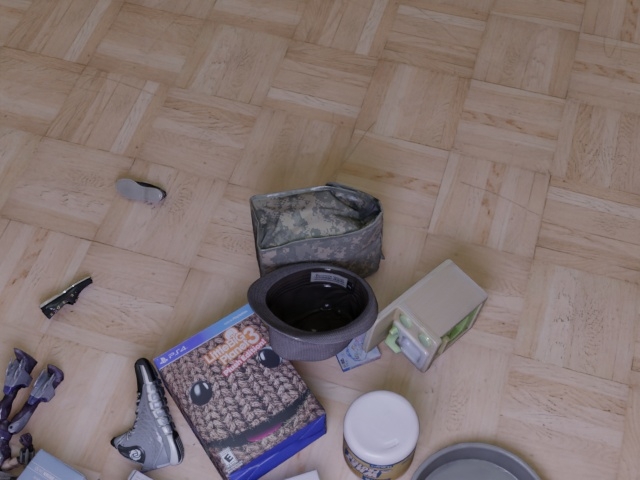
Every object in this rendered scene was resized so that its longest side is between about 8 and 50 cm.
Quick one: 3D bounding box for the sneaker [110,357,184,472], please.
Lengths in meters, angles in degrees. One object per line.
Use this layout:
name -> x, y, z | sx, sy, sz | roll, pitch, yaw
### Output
sneaker -> -0.372, 0.362, 1.744 | 0.132, 0.086, 0.228 | -20, 81, -1

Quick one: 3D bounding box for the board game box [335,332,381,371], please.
board game box -> 0.073, 0.231, 1.878 | 0.090, 0.020, 0.090 | -19, 60, -11

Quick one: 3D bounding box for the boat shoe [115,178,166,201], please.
boat shoe -> -0.434, -0.123, 2.087 | 0.125, 0.038, 0.046 | 11, 101, 13

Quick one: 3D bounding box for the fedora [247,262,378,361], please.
fedora -> -0.018, 0.158, 1.728 | 0.244, 0.124, 0.275 | 31, 39, 29

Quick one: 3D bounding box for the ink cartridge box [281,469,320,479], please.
ink cartridge box -> -0.053, 0.577, 1.624 | 0.172, 0.100, 0.237 | -15, 60, -9

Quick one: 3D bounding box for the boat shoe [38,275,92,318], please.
boat shoe -> -0.566, 0.127, 1.937 | 0.133, 0.049, 0.042 | -38, 93, -27

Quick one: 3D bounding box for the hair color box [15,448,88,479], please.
hair color box -> -0.566, 0.589, 1.573 | 0.114, 0.185, 0.374 | 26, 63, 15

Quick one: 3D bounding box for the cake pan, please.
cake pan -> 0.304, 0.540, 1.669 | 0.293, 0.054, 0.293 | 0, 59, 1

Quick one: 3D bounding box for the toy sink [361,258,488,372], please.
toy sink -> 0.222, 0.178, 1.820 | 0.234, 0.152, 0.131 | -35, 67, -25

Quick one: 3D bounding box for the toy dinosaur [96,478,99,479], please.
toy dinosaur -> -0.387, 0.567, 1.537 | 0.118, 0.064, 0.268 | -24, 59, -29

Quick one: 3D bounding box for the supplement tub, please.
supplement tub -> 0.115, 0.390, 1.677 | 0.145, 0.199, 0.144 | -1, 58, 1

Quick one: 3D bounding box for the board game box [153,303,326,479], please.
board game box -> -0.161, 0.320, 1.757 | 0.232, 0.141, 0.291 | -31, 64, -17

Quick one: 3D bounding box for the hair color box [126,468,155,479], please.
hair color box -> -0.352, 0.624, 1.598 | 0.185, 0.110, 0.338 | 23, 64, 13

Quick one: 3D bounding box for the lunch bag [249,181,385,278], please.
lunch bag -> 0.000, 0.000, 1.892 | 0.287, 0.235, 0.168 | -9, 57, -5

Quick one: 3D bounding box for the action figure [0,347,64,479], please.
action figure -> -0.644, 0.373, 1.758 | 0.185, 0.099, 0.285 | 21, 65, 3
